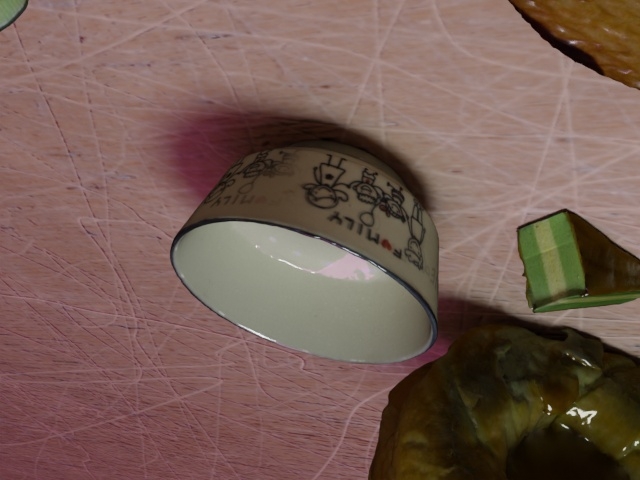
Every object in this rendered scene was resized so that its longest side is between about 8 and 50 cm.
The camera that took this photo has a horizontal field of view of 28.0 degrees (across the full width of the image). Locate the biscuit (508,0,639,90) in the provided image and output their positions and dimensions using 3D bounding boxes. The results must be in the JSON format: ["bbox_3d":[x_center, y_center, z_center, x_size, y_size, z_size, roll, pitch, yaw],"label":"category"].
[{"bbox_3d":[0.242,-0.174,0.736,0.305,0.038,0.305,14,153,7],"label":"biscuit"}]

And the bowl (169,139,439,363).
[{"bbox_3d":[0.000,0.000,1.104,0.237,0.126,0.238,14,152,8],"label":"bowl"}]

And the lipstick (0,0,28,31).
[{"bbox_3d":[-0.297,-0.260,0.879,0.076,0.076,0.304,6,150,24],"label":"lipstick"}]

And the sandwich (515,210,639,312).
[{"bbox_3d":[0.238,0.017,1.116,0.116,0.074,0.074,-2,167,-36],"label":"sandwich"}]

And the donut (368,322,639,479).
[{"bbox_3d":[0.207,0.237,1.202,0.360,0.360,0.170,21,137,-4],"label":"donut"}]
